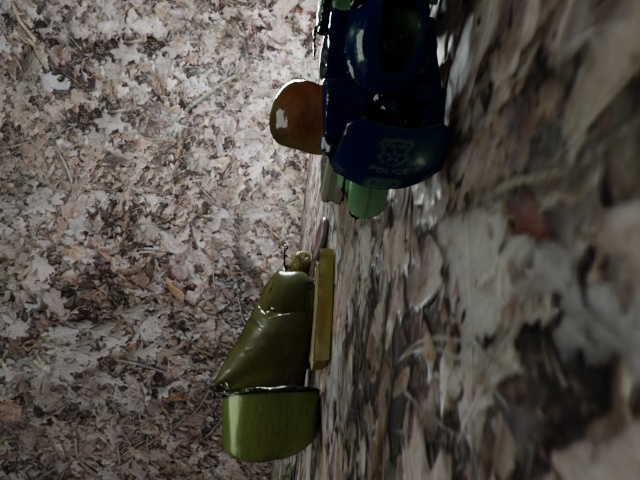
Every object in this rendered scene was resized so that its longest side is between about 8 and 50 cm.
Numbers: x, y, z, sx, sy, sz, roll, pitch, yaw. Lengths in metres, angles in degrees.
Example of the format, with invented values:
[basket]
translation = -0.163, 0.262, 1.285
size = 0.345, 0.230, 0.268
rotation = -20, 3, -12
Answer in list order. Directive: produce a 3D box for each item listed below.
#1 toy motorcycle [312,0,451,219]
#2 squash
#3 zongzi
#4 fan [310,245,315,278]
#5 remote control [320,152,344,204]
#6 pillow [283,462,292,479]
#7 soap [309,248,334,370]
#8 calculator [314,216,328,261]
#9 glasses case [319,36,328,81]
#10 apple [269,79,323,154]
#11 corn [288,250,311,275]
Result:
[toy motorcycle]
translation = 0.052, -0.170, 0.357
size = 0.196, 0.125, 0.331
rotation = -107, 21, -73
[squash]
translation = -0.104, 0.379, 0.915
size = 0.220, 0.220, 0.133
rotation = 111, 154, -71
[zongzi]
translation = -0.134, 0.192, 1.160
size = 0.418, 0.181, 0.447
rotation = 36, -123, -64
[fan]
translation = -0.033, 0.128, 1.508
size = 0.132, 0.009, 0.220
rotation = 149, 128, -84
[remote control]
translation = 0.040, -0.213, 0.856
size = 0.103, 0.055, 0.277
rotation = -90, 8, -46
[pillow]
translation = -0.107, 0.812, 1.321
size = 0.130, 0.033, 0.217
rotation = 108, 168, -54
[soap]
translation = 0.003, 0.147, 0.922
size = 0.092, 0.037, 0.252
rotation = 103, 171, -60
[calculator]
translation = 0.000, 0.000, 1.215
size = 0.166, 0.024, 0.103
rotation = 105, 170, -54
[glasses case]
translation = 0.045, -0.381, 0.837
size = 0.248, 0.087, 0.065
rotation = 120, 169, -79
[apple]
translation = -0.034, -0.314, 1.092
size = 0.188, 0.188, 0.174
rotation = -110, 32, -79
[corn]
translation = -0.092, 0.143, 1.717
size = 0.320, 0.097, 0.097
rotation = 108, 168, -56
